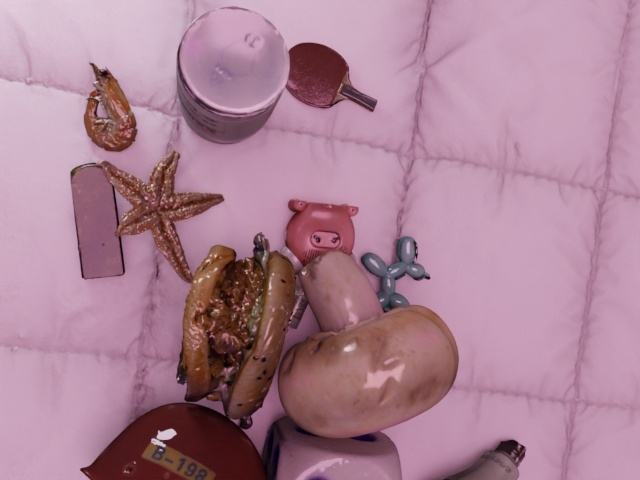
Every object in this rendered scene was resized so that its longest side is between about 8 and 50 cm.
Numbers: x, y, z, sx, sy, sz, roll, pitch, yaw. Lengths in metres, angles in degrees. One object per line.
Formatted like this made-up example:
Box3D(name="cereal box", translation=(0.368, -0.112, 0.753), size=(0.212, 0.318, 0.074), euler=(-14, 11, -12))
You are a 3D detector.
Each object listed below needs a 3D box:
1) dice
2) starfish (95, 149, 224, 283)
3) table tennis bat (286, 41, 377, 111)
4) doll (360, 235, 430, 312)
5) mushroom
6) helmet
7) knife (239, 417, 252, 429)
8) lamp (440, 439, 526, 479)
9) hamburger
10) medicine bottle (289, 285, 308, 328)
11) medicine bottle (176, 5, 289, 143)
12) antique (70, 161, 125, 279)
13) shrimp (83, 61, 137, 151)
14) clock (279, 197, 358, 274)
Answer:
Box3D(name="dice", translation=(0.008, 0.508, 1.511), size=(0.251, 0.243, 0.259), euler=(10, 92, -14))
Box3D(name="starfish", translation=(-0.294, -0.063, 1.482), size=(0.231, 0.048, 0.295), euler=(-41, 102, -33))
Box3D(name="table tennis bat", translation=(0.020, -0.333, 1.600), size=(0.220, 0.019, 0.130), euler=(25, 85, -11))
Box3D(name="doll", translation=(0.155, 0.086, 1.622), size=(0.159, 0.059, 0.159), euler=(-30, 98, -9))
Box3D(name="mushroom", translation=(0.087, 0.231, 1.495), size=(0.325, 0.353, 0.353), euler=(40, 81, -44))
Box3D(name="helmet", translation=(-0.228, 0.436, 1.421), size=(0.384, 0.337, 0.230), euler=(25, 68, 12))
Box3D(name="knife", translation=(-0.204, 0.280, 1.567), size=(0.072, 0.019, 0.245), euler=(-19, 93, -8))
Box3D(name="lamp", translation=(0.341, 0.552, 1.617), size=(0.314, 0.182, 0.182), euler=(-41, 100, -9))
Box3D(name="hamburger", translation=(-0.157, 0.149, 1.410), size=(0.195, 0.277, 0.318), euler=(15, 57, -7))
Box3D(name="medicine bottle", translation=(-0.053, 0.137, 1.581), size=(0.047, 0.047, 0.083), euler=(26, 86, -13))
Box3D(name="medicine bottle", translation=(-0.169, -0.288, 1.401), size=(0.189, 0.332, 0.190), euler=(0, 88, -10))
Box3D(name="antique", translation=(-0.431, -0.039, 1.471), size=(0.081, 0.080, 0.221), euler=(-6, 92, -14))
Box3D(name="shrimp", translation=(-0.422, -0.261, 1.492), size=(0.099, 0.041, 0.180), euler=(-17, 97, 2))
Box3D(name="clock", translation=(0.000, 0.000, 1.569), size=(0.165, 0.093, 0.162), euler=(5, 93, -14))
